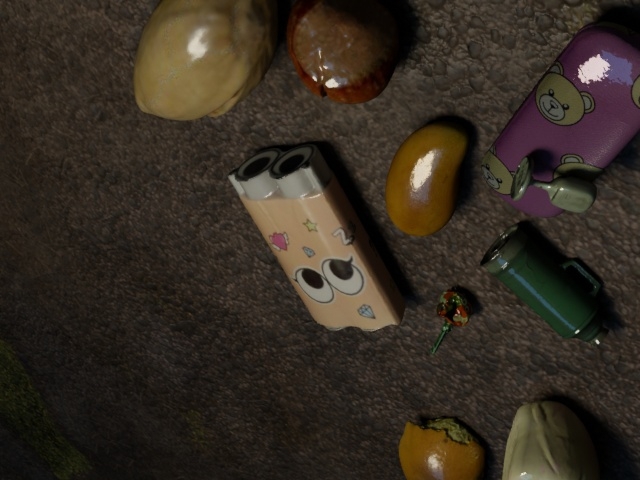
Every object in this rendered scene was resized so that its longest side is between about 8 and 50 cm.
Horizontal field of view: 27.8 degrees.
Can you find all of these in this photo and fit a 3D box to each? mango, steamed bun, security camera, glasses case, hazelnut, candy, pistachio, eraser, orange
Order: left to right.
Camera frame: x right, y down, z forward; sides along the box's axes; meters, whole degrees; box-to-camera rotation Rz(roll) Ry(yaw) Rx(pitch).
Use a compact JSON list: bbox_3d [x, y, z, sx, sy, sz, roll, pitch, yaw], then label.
[{"bbox_3d":[-0.151,-0.262,1.689,0.181,0.162,0.293,62,147,15],"label":"pistachio"},{"bbox_3d":[0.000,0.000,1.892,0.171,0.087,0.290,-3,127,42],"label":"eraser"},{"bbox_3d":[0.028,-0.242,1.586,0.154,0.143,0.143,50,144,0],"label":"hazelnut"},{"bbox_3d":[0.137,-0.081,1.689,0.102,0.085,0.184,29,137,13],"label":"mango"},{"bbox_3d":[0.196,0.367,2.100,0.170,0.112,0.160,36,145,-15],"label":"orange"},{"bbox_3d":[0.185,0.128,1.912,0.055,0.049,0.184,62,160,23],"label":"candy"},{"bbox_3d":[0.345,0.351,1.906,0.153,0.170,0.238,7,140,4],"label":"steamed bun"},{"bbox_3d":[0.273,-0.061,1.501,0.092,0.058,0.058,17,144,-7],"label":"security camera"},{"bbox_3d":[0.290,-0.132,1.502,0.123,0.076,0.316,34,144,1],"label":"glasses case"}]

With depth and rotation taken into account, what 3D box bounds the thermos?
[{"bbox_3d":[0.305,0.063,1.711,0.188,0.083,0.073,42,166,-6],"label":"thermos"}]
